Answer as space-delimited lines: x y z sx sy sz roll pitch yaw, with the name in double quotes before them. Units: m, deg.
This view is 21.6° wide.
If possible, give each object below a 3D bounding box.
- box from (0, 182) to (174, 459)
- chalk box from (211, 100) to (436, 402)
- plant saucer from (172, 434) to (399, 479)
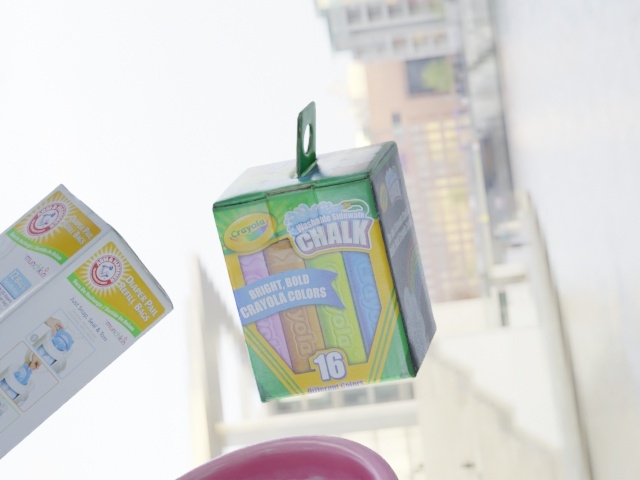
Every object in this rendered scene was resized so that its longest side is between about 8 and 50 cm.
"box" -0.242 0.067 1.386 0.114 0.203 0.103 37 165 52
"chalk box" 0.000 0.000 1.315 0.132 0.132 0.213 -50 -52 -72
"plant saucer" -0.066 0.315 1.549 0.332 0.332 0.084 -86 -26 -62
